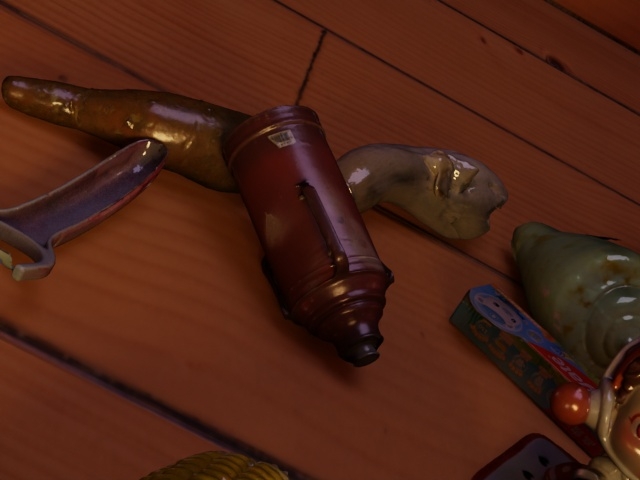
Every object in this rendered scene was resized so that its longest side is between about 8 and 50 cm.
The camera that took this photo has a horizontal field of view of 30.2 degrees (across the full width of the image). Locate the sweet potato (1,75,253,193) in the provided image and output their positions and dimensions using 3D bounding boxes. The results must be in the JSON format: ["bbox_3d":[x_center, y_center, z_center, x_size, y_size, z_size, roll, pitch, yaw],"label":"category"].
[{"bbox_3d":[-0.123,-0.094,1.112,0.346,0.079,0.108,11,5,-32],"label":"sweet potato"}]

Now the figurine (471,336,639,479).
[{"bbox_3d":[0.269,0.152,0.921,0.183,0.226,0.160,41,26,19],"label":"figurine"}]

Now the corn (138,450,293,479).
[{"bbox_3d":[-0.101,0.200,0.551,0.131,0.131,0.344,35,25,8],"label":"corn"}]

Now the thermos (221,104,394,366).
[{"bbox_3d":[-0.003,0.001,1.008,0.099,0.124,0.232,-17,63,-11],"label":"thermos"}]

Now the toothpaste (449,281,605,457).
[{"bbox_3d":[0.203,0.121,1.112,0.193,0.044,0.070,44,30,25],"label":"toothpaste"}]

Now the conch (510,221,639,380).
[{"bbox_3d":[0.285,0.062,1.250,0.144,0.137,0.250,2,9,-1],"label":"conch"}]

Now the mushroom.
[{"bbox_3d":[0.096,-0.056,1.264,0.278,0.096,0.099,7,5,-43],"label":"mushroom"}]

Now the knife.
[{"bbox_3d":[-0.207,-0.032,0.928,0.123,0.053,0.278,31,25,10],"label":"knife"}]
